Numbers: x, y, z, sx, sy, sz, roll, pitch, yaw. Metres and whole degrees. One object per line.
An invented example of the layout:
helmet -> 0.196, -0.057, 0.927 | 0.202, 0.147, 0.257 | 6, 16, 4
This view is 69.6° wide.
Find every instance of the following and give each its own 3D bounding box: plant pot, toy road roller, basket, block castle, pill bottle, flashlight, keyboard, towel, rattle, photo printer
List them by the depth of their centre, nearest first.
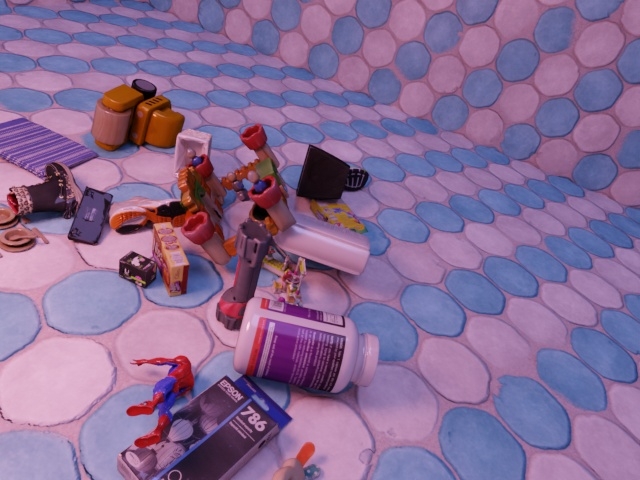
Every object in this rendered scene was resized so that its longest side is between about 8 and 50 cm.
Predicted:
rattle -> -0.084, 0.488, 0.883 | 0.130, 0.142, 0.200 | 47, 16, -14
pill bottle -> -0.034, 0.252, 1.091 | 0.322, 0.182, 0.182 | 14, 35, -6
flashlight -> -0.191, 0.086, 1.138 | 0.103, 0.304, 0.103 | 20, 34, 4
keyboard -> -0.678, -0.075, 1.329 | 0.108, 0.023, 0.180 | 18, 53, -24
block castle -> -0.268, -0.168, 1.397 | 0.302, 0.213, 0.453 | -27, 37, 7
photo printer -> 0.000, 0.000, 1.445 | 0.307, 0.107, 0.256 | 19, 9, 1
towel -> -0.985, -0.319, 1.577 | 0.335, 0.040, 0.243 | 25, 34, 7
basket -> -0.463, -0.312, 1.680 | 0.113, 0.167, 0.103 | 13, 29, -8
plant pot -> 0.012, -0.248, 1.734 | 0.166, 0.188, 0.187 | 14, 12, -7
toy road roller -> -0.673, -0.451, 1.749 | 0.240, 0.203, 0.330 | 29, 34, -2

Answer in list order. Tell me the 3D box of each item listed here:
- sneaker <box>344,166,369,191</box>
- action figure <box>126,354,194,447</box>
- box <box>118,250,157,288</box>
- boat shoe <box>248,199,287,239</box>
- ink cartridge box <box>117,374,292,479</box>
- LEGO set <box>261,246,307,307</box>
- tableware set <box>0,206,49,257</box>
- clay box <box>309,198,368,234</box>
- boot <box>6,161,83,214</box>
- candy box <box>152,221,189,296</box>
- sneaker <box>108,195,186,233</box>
sneaker -> 0.062, -0.282, 1.920 | 0.299, 0.111, 0.121 | 4, 34, -23
action figure -> -0.343, 0.307, 0.930 | 0.138, 0.092, 0.280 | -9, 6, 3
box -> -0.487, 0.077, 1.229 | 0.083, 0.062, 0.052 | 23, 34, 8
boat shoe -> -0.173, -0.103, 1.559 | 0.122, 0.120, 0.324 | 16, 36, -2
ink cartridge box -> -0.213, 0.392, 0.929 | 0.165, 0.065, 0.332 | 34, 37, 22
LEGO set -> -0.115, 0.079, 1.350 | 0.132, 0.107, 0.287 | -7, 43, -31
tableware set -> -0.848, -0.039, 1.247 | 0.194, 0.039, 0.128 | 37, 39, 25
clay box -> 0.067, -0.077, 1.686 | 0.127, 0.053, 0.222 | -5, 42, -31
boot -> -0.826, -0.157, 1.358 | 0.178, 0.085, 0.236 | -10, 47, -48
candy box -> -0.413, 0.048, 1.261 | 0.053, 0.109, 0.187 | -9, 44, -32
sneaker -> -0.525, -0.103, 1.431 | 0.262, 0.099, 0.121 | -9, 39, -35
